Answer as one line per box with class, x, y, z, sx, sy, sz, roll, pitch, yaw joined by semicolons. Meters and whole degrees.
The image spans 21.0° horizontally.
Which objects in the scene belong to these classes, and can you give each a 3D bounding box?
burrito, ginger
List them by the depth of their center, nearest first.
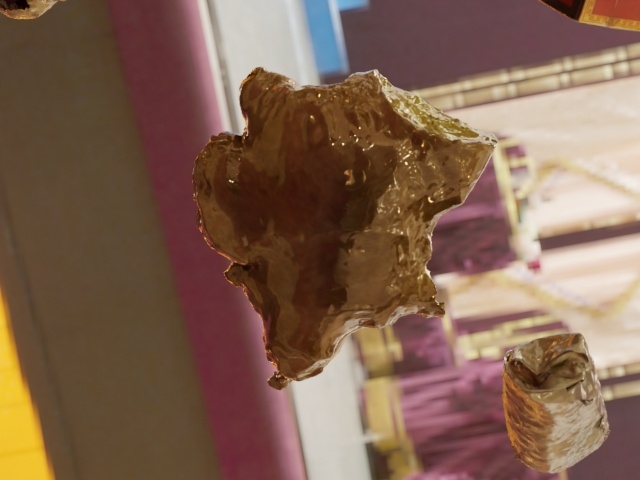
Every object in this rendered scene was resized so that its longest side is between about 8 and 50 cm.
ginger;0.000;0.000;1.284;0.123;0.219;0.270;-96;-152;-74
burrito;0.177;0.120;1.307;0.060;0.087;0.226;60;-3;25

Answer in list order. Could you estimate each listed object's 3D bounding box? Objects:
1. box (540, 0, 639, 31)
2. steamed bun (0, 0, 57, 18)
box;0.314;-0.248;1.447;0.074;0.240;0.153;51;-50;51
steamed bun;-0.240;-0.250;1.384;0.155;0.141;0.172;74;34;-64
